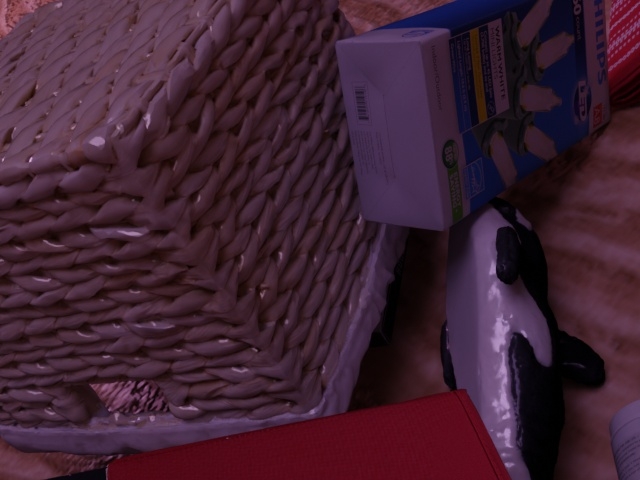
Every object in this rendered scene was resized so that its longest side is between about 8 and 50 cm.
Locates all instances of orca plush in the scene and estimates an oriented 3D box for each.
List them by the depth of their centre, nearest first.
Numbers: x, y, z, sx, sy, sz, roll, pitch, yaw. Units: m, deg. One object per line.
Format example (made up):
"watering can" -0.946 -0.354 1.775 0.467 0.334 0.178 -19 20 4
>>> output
"orca plush" 0.151 0.076 0.574 0.102 0.151 0.287 6 30 -5

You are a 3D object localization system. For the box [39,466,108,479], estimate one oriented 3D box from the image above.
"box" -0.184 0.290 0.539 0.296 0.073 0.293 -8 38 -11

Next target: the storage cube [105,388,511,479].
"storage cube" 0.009 0.217 0.429 0.193 0.183 0.215 -9 41 -9

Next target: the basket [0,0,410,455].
"basket" -0.130 -0.040 0.685 0.329 0.266 0.331 -10 37 31

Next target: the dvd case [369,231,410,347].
"dvd case" 0.000 0.000 0.807 0.179 0.029 0.238 -10 47 29

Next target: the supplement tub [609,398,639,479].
"supplement tub" 0.209 0.149 0.489 0.071 0.071 0.107 -18 45 21

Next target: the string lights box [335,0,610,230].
"string lights box" 0.130 -0.118 0.664 0.077 0.133 0.260 10 30 42

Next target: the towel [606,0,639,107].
"towel" 0.329 -0.259 0.750 0.199 0.031 0.274 -44 23 52
